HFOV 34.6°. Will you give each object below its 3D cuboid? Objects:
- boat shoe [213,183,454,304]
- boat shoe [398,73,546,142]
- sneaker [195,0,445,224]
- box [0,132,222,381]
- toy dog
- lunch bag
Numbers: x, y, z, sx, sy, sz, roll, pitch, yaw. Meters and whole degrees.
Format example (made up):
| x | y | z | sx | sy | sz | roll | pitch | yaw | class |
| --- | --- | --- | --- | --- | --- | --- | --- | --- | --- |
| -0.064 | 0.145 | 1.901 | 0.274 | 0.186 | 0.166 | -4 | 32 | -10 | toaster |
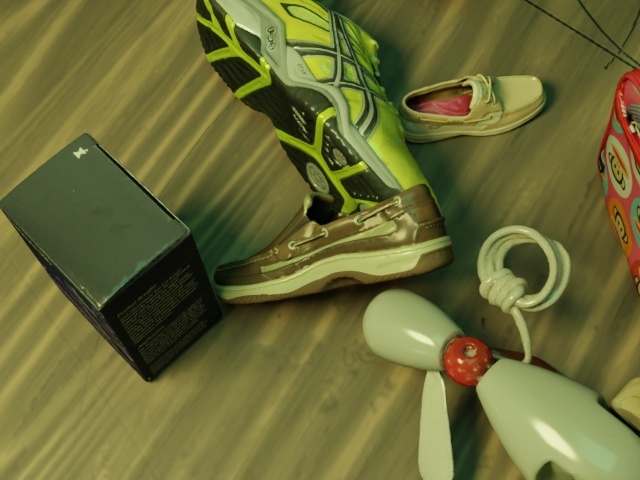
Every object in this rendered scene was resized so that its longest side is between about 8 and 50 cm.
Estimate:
| x | y | z | sx | sy | sz | roll | pitch | yaw | class |
| --- | --- | --- | --- | --- | --- | --- | --- | --- | --- |
| 0.004 | -0.001 | 1.002 | 0.258 | 0.095 | 0.095 | -12 | 93 | 26 | boat shoe |
| 0.166 | -0.151 | 1.124 | 0.170 | 0.059 | 0.063 | -15 | 63 | -2 | boat shoe |
| 0.020 | -0.157 | 1.098 | 0.147 | 0.145 | 0.384 | -29 | 71 | -21 | sneaker |
| -0.194 | 0.021 | 0.989 | 0.108 | 0.207 | 0.153 | -42 | 68 | -15 | box |
| 0.193 | 0.166 | 0.941 | 0.220 | 0.161 | 0.333 | -27 | 50 | -5 | toy dog |
| 0.361 | -0.020 | 0.931 | 0.120 | 0.258 | 0.293 | -16 | 63 | -3 | lunch bag |
